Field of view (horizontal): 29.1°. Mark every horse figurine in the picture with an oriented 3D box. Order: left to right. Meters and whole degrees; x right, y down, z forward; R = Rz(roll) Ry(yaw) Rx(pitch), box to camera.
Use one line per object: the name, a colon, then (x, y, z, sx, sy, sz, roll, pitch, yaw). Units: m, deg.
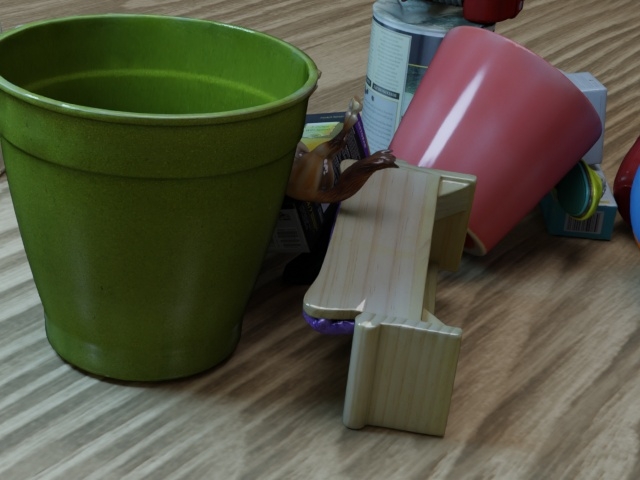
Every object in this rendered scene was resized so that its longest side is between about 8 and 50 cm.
horse figurine: (-0.023, -0.117, 1.507, 0.066, 0.174, 0.263, 13, 19, -45)

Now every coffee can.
coffee can: (0.169, -0.241, 2.014, 0.201, 0.275, 0.201, 4, 26, -2)

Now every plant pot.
plant pot: (-0.198, -0.042, 1.429, 0.366, 0.353, 0.366, 4, 26, -2)
plant pot: (0.224, -0.129, 1.762, 0.275, 0.243, 0.275, 34, -8, 5)

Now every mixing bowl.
mixing bowl: (0.518, -0.070, 1.888, 0.098, 0.181, 0.181, -35, 42, -22)

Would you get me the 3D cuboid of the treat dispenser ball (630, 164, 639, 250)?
treat dispenser ball: (0.569, -0.046, 1.677, 0.288, 0.288, 0.288, 5, 25, -2)

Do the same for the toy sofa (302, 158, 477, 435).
toy sofa: (0.083, 0.055, 1.469, 0.177, 0.150, 0.363, 8, 34, 4)

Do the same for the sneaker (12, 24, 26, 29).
sneaker: (-0.376, -0.223, 2.019, 0.236, 0.130, 0.323, 37, 0, 14)

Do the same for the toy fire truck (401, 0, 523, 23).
toy fire truck: (0.194, -0.409, 1.903, 0.217, 0.159, 0.246, 17, 39, 21)

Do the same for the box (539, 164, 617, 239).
box: (0.404, -0.082, 1.981, 0.100, 0.060, 0.244, 5, 25, 1)

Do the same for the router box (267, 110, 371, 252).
router box: (-0.115, -0.079, 1.689, 0.308, 0.081, 0.243, -2, 33, 26)

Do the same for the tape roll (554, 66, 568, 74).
tape roll: (0.336, -0.263, 2.305, 0.286, 0.100, 0.286, 5, 25, -2)

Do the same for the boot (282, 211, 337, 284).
boot: (0.000, 0.000, 1.676, 0.121, 0.099, 0.045, -19, 37, -40)

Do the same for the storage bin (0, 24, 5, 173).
storage bin: (-0.608, -0.232, 1.861, 0.262, 0.260, 0.123, 12, 43, 14)

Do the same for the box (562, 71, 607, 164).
box: (0.362, -0.192, 1.980, 0.170, 0.130, 0.091, -4, 26, -6)

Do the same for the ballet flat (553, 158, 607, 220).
ballet flat: (0.385, -0.092, 1.851, 0.077, 0.077, 0.231, 14, 21, -19)
